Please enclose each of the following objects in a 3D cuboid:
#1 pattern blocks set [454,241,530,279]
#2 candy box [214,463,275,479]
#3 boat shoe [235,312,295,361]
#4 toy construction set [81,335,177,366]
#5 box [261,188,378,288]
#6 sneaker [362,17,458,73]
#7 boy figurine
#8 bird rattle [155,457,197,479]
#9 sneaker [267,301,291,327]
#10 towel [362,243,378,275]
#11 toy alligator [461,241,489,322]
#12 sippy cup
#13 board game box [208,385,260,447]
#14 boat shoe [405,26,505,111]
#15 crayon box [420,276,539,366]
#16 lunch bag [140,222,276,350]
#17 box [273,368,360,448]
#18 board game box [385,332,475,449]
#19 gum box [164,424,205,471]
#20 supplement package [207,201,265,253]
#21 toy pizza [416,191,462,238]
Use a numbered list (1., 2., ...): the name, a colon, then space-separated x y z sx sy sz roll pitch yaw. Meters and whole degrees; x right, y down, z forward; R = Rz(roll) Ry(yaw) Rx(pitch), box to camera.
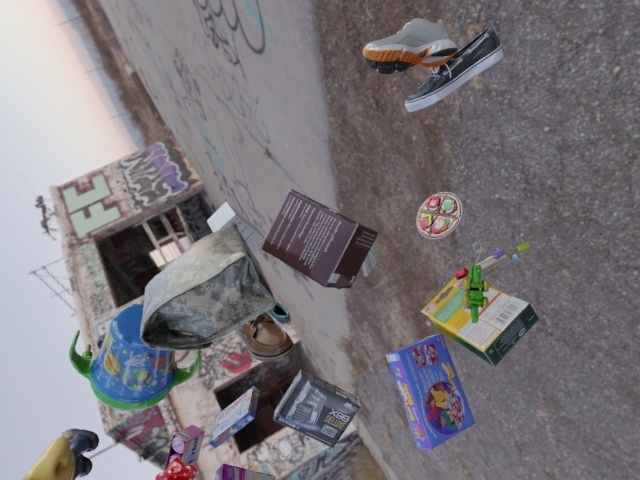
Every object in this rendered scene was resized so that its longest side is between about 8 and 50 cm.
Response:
1. pattern blocks set: 0.608 0.082 1.600 0.026 0.285 0.325 66 -165 19
2. candy box: -0.273 0.935 1.654 0.233 0.071 0.159 27 -159 -24
3. boat shoe: -0.188 0.263 1.325 0.307 0.110 0.105 8 121 54
4. toy construction set: -0.643 0.476 1.594 0.309 0.257 0.237 53 -171 -39
5. box: 0.000 0.000 1.115 0.203 0.167 0.168 28 -175 23
6. sneaker: 0.224 -0.519 1.178 0.099 0.262 0.121 136 122 -68
7. boy figurine: -0.522 0.465 0.847 0.285 0.092 0.177 147 137 -87
8. bird rattle: -0.384 0.742 1.223 0.206 0.254 0.143 28 168 -11
9. sneaker: -0.164 0.222 1.521 0.166 0.065 0.076 33 149 9
10. towel: 0.244 0.091 2.205 0.023 0.152 0.113 4 122 33
11. toy alligator: 0.365 0.099 1.068 0.051 0.056 0.190 87 -173 -85
12. sippy cup: -0.506 0.307 1.252 0.240 0.305 0.224 40 124 28
13. board game box: -0.300 0.619 1.581 0.035 0.201 0.136 44 -164 -15
14. boat shoe: 0.367 -0.490 1.290 0.105 0.306 0.113 52 -157 -22
15. crayon box: 0.501 0.242 1.451 0.083 0.203 0.323 50 172 -24
16. lunch bag: -0.273 0.118 1.030 0.169 0.287 0.235 64 173 -25
17. box: -0.015 0.741 1.980 0.307 0.242 0.076 30 -169 -10
18. board game box: 0.407 0.548 1.663 0.078 0.233 0.347 -34 71 57
19. gum box: -0.488 0.771 1.599 0.062 0.189 0.107 16 -176 21
20. supplement package: -0.300 -0.035 1.620 0.179 0.105 0.105 44 -177 -42
21. toy pizza: 0.461 -0.102 1.768 0.032 0.201 0.201 28 -165 -41
